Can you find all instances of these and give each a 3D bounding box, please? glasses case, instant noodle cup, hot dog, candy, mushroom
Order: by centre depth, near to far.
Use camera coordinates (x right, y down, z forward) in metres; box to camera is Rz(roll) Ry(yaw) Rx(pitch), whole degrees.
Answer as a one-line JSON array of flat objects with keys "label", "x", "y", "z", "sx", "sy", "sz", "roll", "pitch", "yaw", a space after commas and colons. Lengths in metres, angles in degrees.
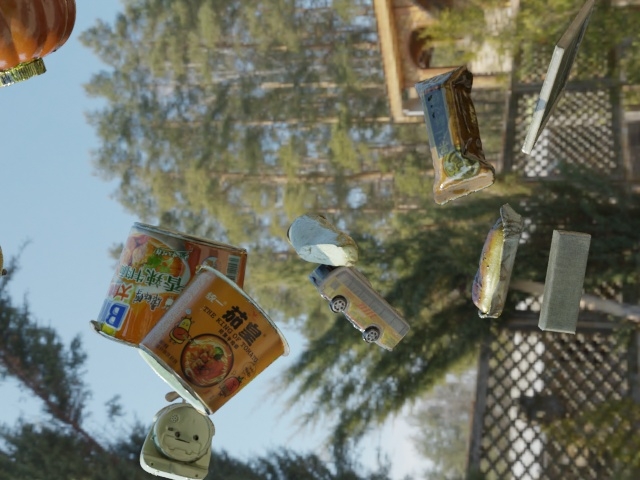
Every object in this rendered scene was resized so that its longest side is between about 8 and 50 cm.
[{"label": "instant noodle cup", "x": -0.182, "y": 0.171, "z": 1.276, "sx": 0.172, "sy": 0.215, "sz": 0.216, "roll": -46, "pitch": -36, "yaw": -20}, {"label": "instant noodle cup", "x": -0.269, "y": 0.094, "z": 1.487, "sx": 0.296, "sy": 0.296, "sz": 0.214, "roll": 18, "pitch": -94, "yaw": -72}, {"label": "candy", "x": 0.272, "y": -0.215, "z": 1.575, "sx": 0.101, "sy": 0.143, "sz": 0.272, "roll": 6, "pitch": -107, "yaw": -48}, {"label": "glasses case", "x": 0.497, "y": 0.083, "z": 1.588, "sx": 0.047, "sy": 0.070, "sz": 0.205, "roll": -76, "pitch": -8, "yaw": -83}, {"label": "mushroom", "x": -0.003, "y": 0.002, "z": 1.709, "sx": 0.087, "sy": 0.107, "sz": 0.333, "roll": 58, "pitch": 175, "yaw": -19}, {"label": "hot dog", "x": 0.394, "y": 0.051, "z": 1.742, "sx": 0.162, "sy": 0.081, "sz": 0.271, "roll": -49, "pitch": -30, "yaw": -64}]

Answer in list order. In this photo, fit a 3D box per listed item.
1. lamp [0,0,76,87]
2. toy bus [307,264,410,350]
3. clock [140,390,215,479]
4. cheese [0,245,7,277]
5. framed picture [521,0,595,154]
[{"label": "lamp", "x": -0.457, "y": -0.320, "z": 1.094, "sx": 0.223, "sy": 0.223, "sz": 0.197, "roll": -56, "pitch": -44, "yaw": -59}, {"label": "toy bus", "x": 0.091, "y": 0.146, "z": 1.787, "sx": 0.268, "sy": 0.106, "sz": 0.092, "roll": 43, "pitch": -178, "yaw": -26}, {"label": "clock", "x": -0.308, "y": 0.433, "z": 1.735, "sx": 0.062, "sy": 0.151, "sz": 0.191, "roll": 127, "pitch": 158, "yaw": -59}, {"label": "cheese", "x": -0.700, "y": 0.058, "z": 1.407, "sx": 0.260, "sy": 0.128, "sz": 0.316, "roll": -55, "pitch": -19, "yaw": -1}, {"label": "framed picture", "x": 0.499, "y": -0.349, "z": 1.621, "sx": 0.324, "sy": 0.020, "sz": 0.241, "roll": -48, "pitch": -26, "yaw": -48}]
